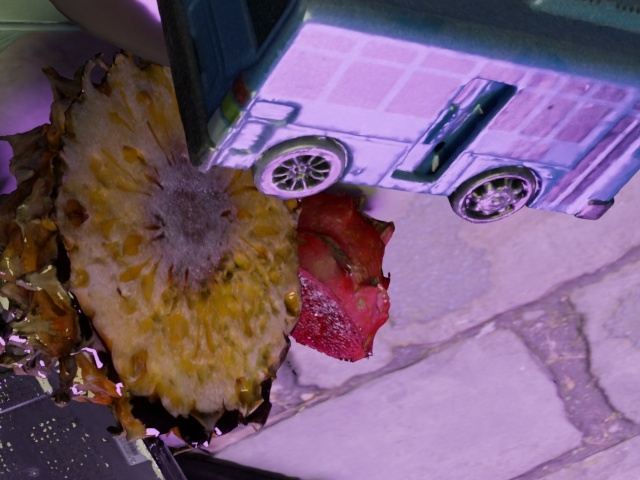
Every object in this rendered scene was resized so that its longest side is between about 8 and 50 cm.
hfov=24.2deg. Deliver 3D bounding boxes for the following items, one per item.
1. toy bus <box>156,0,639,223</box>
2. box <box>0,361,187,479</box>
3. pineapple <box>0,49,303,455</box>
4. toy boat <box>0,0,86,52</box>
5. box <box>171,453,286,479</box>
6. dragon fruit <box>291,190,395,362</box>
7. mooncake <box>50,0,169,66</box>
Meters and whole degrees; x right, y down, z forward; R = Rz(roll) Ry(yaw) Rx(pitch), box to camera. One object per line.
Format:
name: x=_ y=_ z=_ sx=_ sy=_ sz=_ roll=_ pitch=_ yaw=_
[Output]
toy bus: x=0.058 y=-0.091 z=0.694 sx=0.234 sy=0.116 sz=0.133 roll=6 pitch=142 yaw=-30
box: x=-0.209 y=0.186 z=1.173 sx=0.211 sy=0.045 sz=0.270 roll=-20 pitch=118 yaw=9
pineapple: x=-0.184 y=0.026 z=0.961 sx=0.272 sy=0.262 sz=0.262 roll=-13 pitch=146 yaw=32
toy boat: x=-0.224 y=-0.128 z=0.878 sx=0.292 sy=0.070 sz=0.210 roll=14 pitch=139 yaw=-39
box: x=-0.168 y=0.334 z=1.402 sx=0.359 sy=0.091 sz=0.350 roll=21 pitch=127 yaw=-33
dragon fruit: x=0.000 y=0.000 z=1.082 sx=0.111 sy=0.153 sz=0.153 roll=-53 pitch=146 yaw=-24
mooncake: x=-0.010 y=-0.251 z=0.708 sx=0.357 sy=0.194 sz=0.356 roll=-10 pitch=148 yaw=-7
